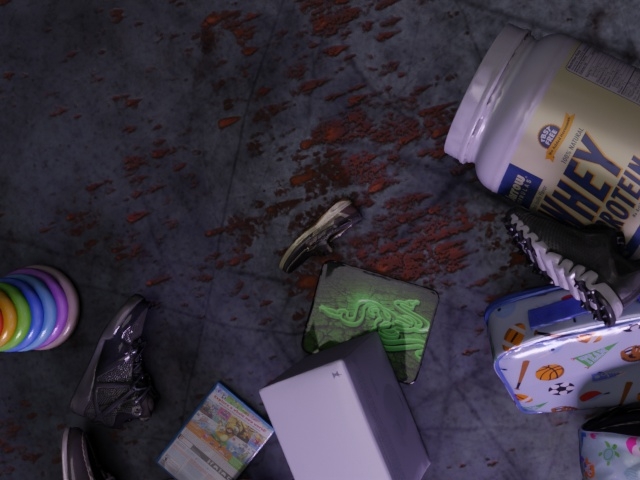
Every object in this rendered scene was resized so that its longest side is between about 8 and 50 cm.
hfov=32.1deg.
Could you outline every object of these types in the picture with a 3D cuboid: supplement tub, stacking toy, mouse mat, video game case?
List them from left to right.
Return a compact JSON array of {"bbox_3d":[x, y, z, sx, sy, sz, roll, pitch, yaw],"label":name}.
[{"bbox_3d":[-0.492,0.116,1.666,0.141,0.330,0.141,1,93,13],"label":"stacking toy"},{"bbox_3d":[-0.166,0.324,1.757,0.119,0.015,0.166,39,96,9],"label":"video game case"},{"bbox_3d":[0.074,0.125,1.704,0.190,0.007,0.152,16,96,11],"label":"mouse mat"},{"bbox_3d":[0.357,-0.136,1.508,0.325,0.235,0.235,28,99,10],"label":"supplement tub"}]

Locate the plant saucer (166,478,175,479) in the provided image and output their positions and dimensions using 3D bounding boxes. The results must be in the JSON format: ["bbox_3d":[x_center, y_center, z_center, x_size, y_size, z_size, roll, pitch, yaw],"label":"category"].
[{"bbox_3d":[-0.232,0.424,1.785,0.084,0.013,0.083,1,94,12],"label":"plant saucer"}]

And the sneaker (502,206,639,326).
[{"bbox_3d":[0.334,0.014,1.431,0.106,0.078,0.234,-35,42,-9],"label":"sneaker"}]

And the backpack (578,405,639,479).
[{"bbox_3d":[0.478,0.310,1.510,0.254,0.225,0.191,2,88,16],"label":"backpack"}]

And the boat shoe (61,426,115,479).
[{"bbox_3d":[-0.347,0.454,1.774,0.096,0.112,0.335,-6,97,-4],"label":"boat shoe"}]

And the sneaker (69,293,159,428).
[{"bbox_3d":[-0.296,0.200,1.754,0.130,0.087,0.227,27,101,9],"label":"sneaker"}]

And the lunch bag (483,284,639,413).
[{"bbox_3d":[0.385,0.130,1.512,0.304,0.243,0.114,-16,52,15],"label":"lunch bag"}]

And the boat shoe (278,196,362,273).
[{"bbox_3d":[0.000,0.000,1.688,0.152,0.056,0.049,-46,78,11],"label":"boat shoe"}]

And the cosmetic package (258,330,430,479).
[{"bbox_3d":[0.040,0.273,1.603,0.138,0.225,0.224,-22,89,15],"label":"cosmetic package"}]

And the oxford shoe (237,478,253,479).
[{"bbox_3d":[-0.192,0.524,1.666,0.130,0.133,0.363,39,74,-3],"label":"oxford shoe"}]
